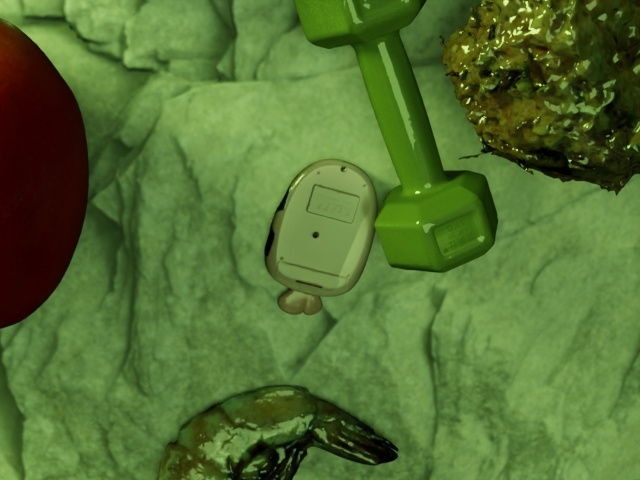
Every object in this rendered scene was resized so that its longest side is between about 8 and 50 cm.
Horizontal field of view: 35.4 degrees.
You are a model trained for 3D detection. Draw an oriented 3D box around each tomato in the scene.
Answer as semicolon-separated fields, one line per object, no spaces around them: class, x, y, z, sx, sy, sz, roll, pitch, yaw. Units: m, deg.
tomato;-0.331;-0.046;0.840;0.299;0.226;0.298;-3;106;-9

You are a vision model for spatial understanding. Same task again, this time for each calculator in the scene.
calculator;0.000;0.000;0.992;0.103;0.024;0.166;14;104;-10

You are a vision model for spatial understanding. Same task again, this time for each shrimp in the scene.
shrimp;0.006;0.286;1.063;0.365;0.071;0.233;20;99;-6

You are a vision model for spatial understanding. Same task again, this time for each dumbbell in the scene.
dumbbell;0.073;-0.119;0.916;0.121;0.108;0.302;-22;108;-8

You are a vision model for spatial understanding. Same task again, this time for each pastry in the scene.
pastry;0.239;-0.154;0.854;0.275;0.193;0.275;-13;130;-16
